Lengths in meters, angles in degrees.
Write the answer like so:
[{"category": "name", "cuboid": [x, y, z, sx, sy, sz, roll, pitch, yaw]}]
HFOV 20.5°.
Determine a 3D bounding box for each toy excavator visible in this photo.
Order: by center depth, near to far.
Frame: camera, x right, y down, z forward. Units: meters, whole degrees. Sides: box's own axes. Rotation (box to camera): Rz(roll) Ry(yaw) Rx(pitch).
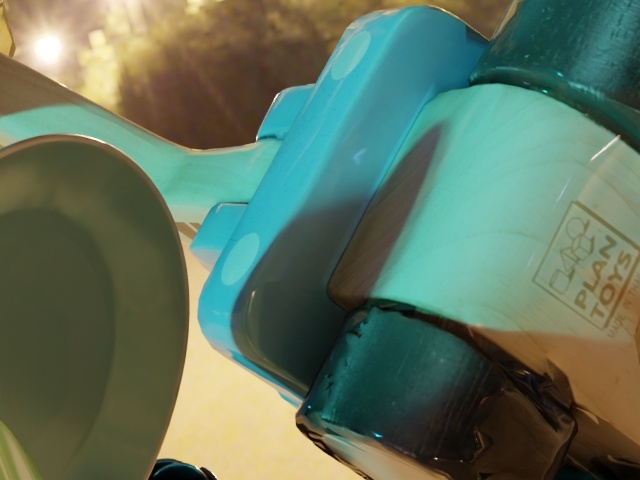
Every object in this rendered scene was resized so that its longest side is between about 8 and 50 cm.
[{"category": "toy excavator", "cuboid": [0.000, 0.000, 0.884, 0.445, 0.433, 0.222, 0, 60, 61]}]

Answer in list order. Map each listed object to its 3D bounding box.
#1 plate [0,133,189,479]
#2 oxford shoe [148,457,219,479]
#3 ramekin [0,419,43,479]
[{"category": "plate", "cuboid": [-0.114, 0.051, 0.655, 0.024, 0.188, 0.188, 15, 21, 31]}, {"category": "oxford shoe", "cuboid": [-0.067, 0.184, 1.074, 0.097, 0.098, 0.271, 4, -7, 16]}, {"category": "ramekin", "cuboid": [-0.182, 0.150, 0.423, 0.303, 0.148, 0.303, -16, -35, -11]}]
